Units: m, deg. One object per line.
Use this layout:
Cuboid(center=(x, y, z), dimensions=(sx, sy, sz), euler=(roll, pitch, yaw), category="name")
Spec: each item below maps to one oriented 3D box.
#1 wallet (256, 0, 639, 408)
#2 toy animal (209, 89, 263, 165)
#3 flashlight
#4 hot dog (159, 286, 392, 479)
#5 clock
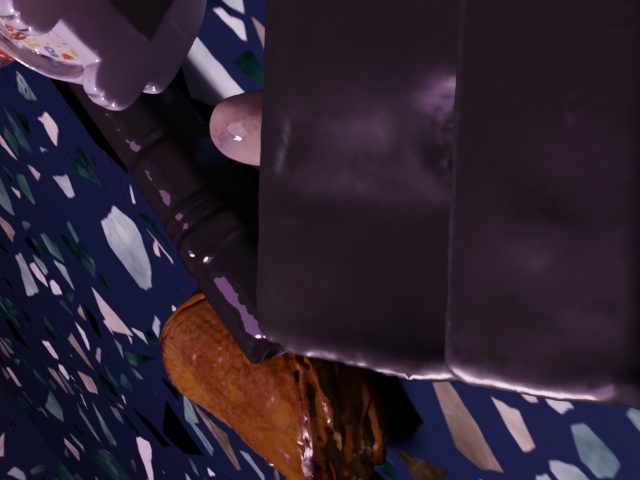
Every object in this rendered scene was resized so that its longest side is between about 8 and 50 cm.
Cuboid(center=(0.058, -0.148, 0.549), dimensions=(0.228, 0.062, 0.406), euler=(6, 97, 49), category="wallet")
Cuboid(center=(0.083, -0.038, 0.744), dimensions=(0.221, 0.210, 0.229), euler=(62, -170, 1), category="toy animal")
Cuboid(center=(-0.135, -0.088, 1.184), dimensions=(0.424, 0.103, 0.103), euler=(55, 156, 8), category="flashlight")
Cuboid(center=(-0.041, 0.138, 1.306), dimensions=(0.272, 0.122, 0.196), euler=(30, 145, 49), category="hot dog")
Cuboid(center=(-0.240, -0.198, 1.072), dimensions=(0.254, 0.189, 0.188), euler=(2, 127, 37), category="clock")
